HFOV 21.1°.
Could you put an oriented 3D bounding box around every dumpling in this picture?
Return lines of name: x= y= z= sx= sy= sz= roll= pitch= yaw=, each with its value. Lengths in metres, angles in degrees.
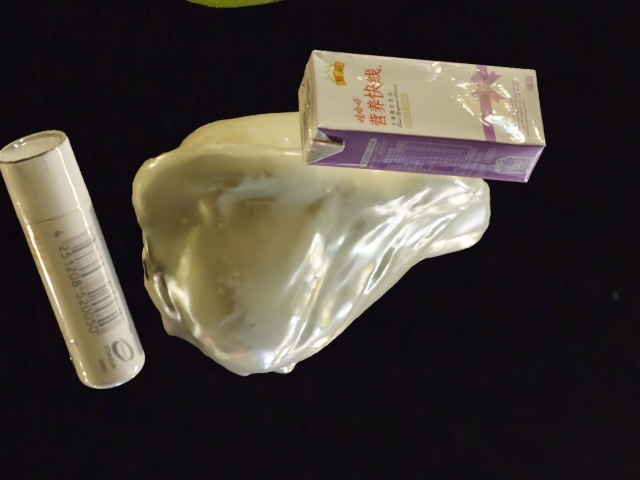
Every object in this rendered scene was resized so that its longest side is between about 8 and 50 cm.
dumpling: x=0.000 y=0.000 z=1.234 sx=0.243 sy=0.318 sz=0.187 roll=-4 pitch=-97 yaw=13

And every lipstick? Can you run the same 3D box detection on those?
lipstick: x=-0.131 y=0.012 z=0.916 sx=0.040 sy=0.040 sz=0.141 roll=-15 pitch=-67 yaw=6

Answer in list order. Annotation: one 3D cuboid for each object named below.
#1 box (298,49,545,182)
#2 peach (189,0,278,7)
box: x=0.049 y=-0.060 z=0.837 sx=0.117 sy=0.050 sz=0.036 roll=3 pitch=-33 yaw=-13
peach: x=-0.040 y=-0.287 z=0.980 sx=0.282 sy=0.314 sz=0.315 roll=20 pitch=-73 yaw=-25
